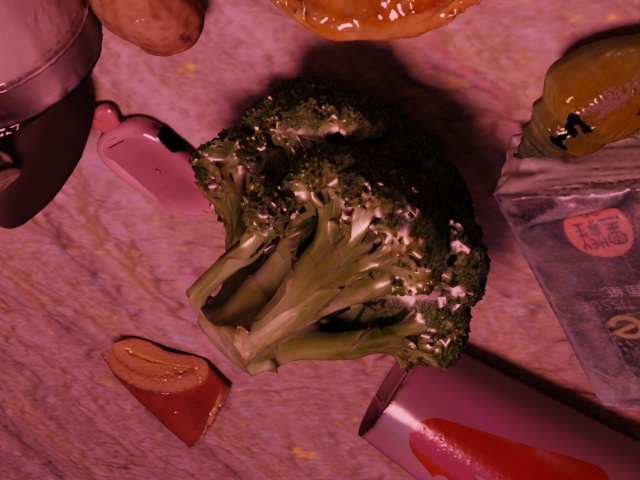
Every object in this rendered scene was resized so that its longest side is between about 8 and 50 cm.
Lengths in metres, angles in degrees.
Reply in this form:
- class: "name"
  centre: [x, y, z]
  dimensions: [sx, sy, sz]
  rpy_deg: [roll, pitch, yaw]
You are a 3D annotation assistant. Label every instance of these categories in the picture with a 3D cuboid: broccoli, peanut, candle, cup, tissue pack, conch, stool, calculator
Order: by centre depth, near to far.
- class: "conch"
  centre: [0.235, -0.117, 1.181]
  dimensions: [0.200, 0.080, 0.095]
  rpy_deg: [-16, 150, 32]
- class: "candle"
  centre: [-0.312, -0.249, 1.212]
  dimensions: [0.187, 0.187, 0.330]
  rpy_deg: [6, 143, 23]
- class: "peanut"
  centre: [-0.150, -0.233, 1.227]
  dimensions: [0.104, 0.086, 0.228]
  rpy_deg: [0, 145, 0]
- class: "tissue pack"
  centre: [0.314, 0.028, 1.303]
  dimensions: [0.228, 0.103, 0.316]
  rpy_deg: [-1, 139, 34]
- class: "broccoli"
  centre: [0.000, 0.000, 1.320]
  dimensions: [0.308, 0.275, 0.308]
  rpy_deg: [43, 158, 22]
- class: "stool"
  centre: [-0.315, -0.110, 1.417]
  dimensions: [0.139, 0.153, 0.228]
  rpy_deg: [32, 175, 10]
- class: "calculator"
  centre: [-0.171, -0.080, 1.509]
  dimensions: [0.166, 0.024, 0.103]
  rpy_deg: [40, 143, -24]
- class: "cup"
  centre: [0.196, 0.232, 1.604]
  dimensions: [0.288, 0.203, 0.203]
  rpy_deg: [33, 146, -3]

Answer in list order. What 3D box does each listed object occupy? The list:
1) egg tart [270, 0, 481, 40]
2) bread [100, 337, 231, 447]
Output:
- class: "egg tart"
  centre: [0.020, -0.251, 1.084]
  dimensions: [0.241, 0.106, 0.241]
  rpy_deg: [14, 143, 11]
- class: "bread"
  centre: [-0.178, 0.192, 1.856]
  dimensions: [0.119, 0.067, 0.192]
  rpy_deg: [-11, 134, 40]
